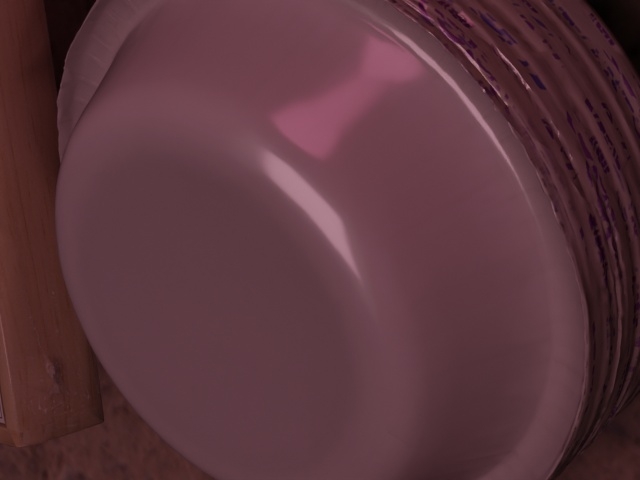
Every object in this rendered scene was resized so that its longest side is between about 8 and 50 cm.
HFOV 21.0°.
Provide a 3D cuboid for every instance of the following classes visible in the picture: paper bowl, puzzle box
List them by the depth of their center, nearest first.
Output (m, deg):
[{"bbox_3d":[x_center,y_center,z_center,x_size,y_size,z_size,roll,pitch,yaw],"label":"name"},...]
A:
[{"bbox_3d":[0.000,0.000,0.743,0.284,0.148,0.284,23,130,31],"label":"paper bowl"},{"bbox_3d":[-0.268,-0.047,0.958,0.409,0.052,0.272,3,104,50],"label":"puzzle box"}]
